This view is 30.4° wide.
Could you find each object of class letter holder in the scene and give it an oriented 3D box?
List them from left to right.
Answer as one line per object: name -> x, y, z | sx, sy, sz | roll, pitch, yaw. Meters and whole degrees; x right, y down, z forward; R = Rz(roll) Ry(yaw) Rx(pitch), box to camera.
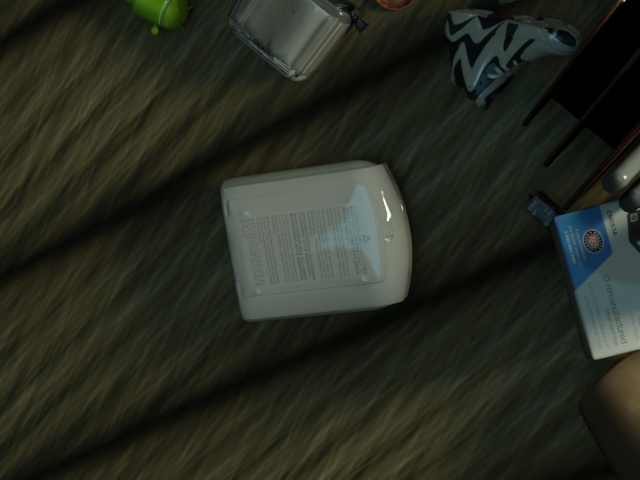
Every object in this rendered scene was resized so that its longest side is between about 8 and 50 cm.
letter holder -> 0.411, -0.209, 1.688 | 0.152, 0.214, 0.302 | 42, 144, 7

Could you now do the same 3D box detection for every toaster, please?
toaster -> -0.041, -0.362, 1.926 | 0.227, 0.129, 0.146 | 40, 113, 6

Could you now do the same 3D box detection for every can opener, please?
can opener -> 0.511, -0.144, 1.721 | 0.074, 0.280, 0.093 | 49, 149, 3

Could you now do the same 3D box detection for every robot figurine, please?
robot figurine -> -0.276, -0.404, 2.025 | 0.115, 0.067, 0.101 | 27, 98, 12

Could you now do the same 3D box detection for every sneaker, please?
sneaker -> 0.294, -0.271, 1.833 | 0.235, 0.094, 0.153 | 15, 113, 32

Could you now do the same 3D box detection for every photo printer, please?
photo printer -> 0.000, 0.000, 1.983 | 0.307, 0.107, 0.256 | -8, 97, 19

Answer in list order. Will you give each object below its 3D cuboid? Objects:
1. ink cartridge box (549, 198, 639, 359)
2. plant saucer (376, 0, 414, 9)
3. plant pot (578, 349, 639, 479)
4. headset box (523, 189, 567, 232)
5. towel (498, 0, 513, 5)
ink cartridge box -> 0.521, 0.035, 1.756 | 0.307, 0.129, 0.223 | -15, 83, 6
plant saucer -> 0.124, -0.418, 1.921 | 0.083, 0.013, 0.083 | 3, 100, 17
plant pot -> 0.527, 0.291, 1.806 | 0.263, 0.263, 0.229 | -48, 66, 19
headset box -> 0.362, -0.044, 1.881 | 0.083, 0.062, 0.032 | 44, 109, 7
towel -> 0.330, -0.532, 1.732 | 0.312, 0.056, 0.324 | -17, 109, 37
